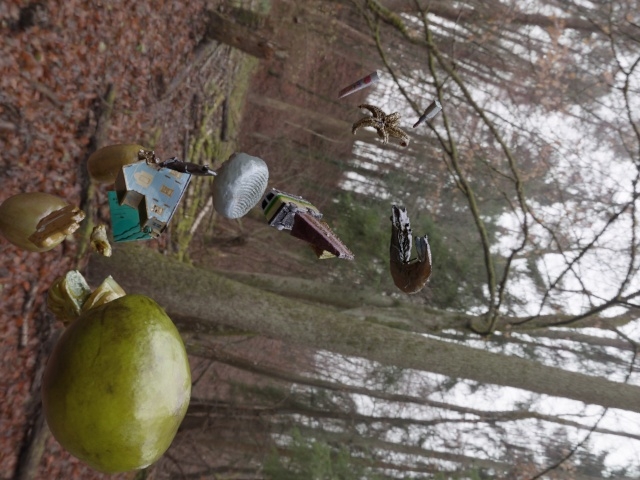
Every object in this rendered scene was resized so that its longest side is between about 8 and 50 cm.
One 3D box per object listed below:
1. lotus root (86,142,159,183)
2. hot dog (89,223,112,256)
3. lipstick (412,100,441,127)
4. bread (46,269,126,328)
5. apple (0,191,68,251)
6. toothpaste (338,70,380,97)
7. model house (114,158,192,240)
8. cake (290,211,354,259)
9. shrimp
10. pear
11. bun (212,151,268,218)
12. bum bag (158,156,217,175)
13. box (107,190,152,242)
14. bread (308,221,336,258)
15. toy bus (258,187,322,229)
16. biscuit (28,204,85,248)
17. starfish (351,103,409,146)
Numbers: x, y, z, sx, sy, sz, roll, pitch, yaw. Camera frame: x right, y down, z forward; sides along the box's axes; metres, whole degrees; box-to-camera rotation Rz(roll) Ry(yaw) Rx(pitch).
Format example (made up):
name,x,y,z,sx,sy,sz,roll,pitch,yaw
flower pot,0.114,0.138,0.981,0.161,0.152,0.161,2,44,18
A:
name,x,y,z,sx,sy,sz,roll,pitch,yaw
lotus root,-0.784,-0.313,1.680,0.169,0.343,0.151,-47,126,-54
hot dog,-0.880,0.001,1.676,0.078,0.061,0.168,-50,-124,30
lipstick,0.321,-0.380,1.290,0.107,0.025,0.025,-41,-132,42
bread,-1.039,0.295,1.879,0.160,0.334,0.332,-111,-143,-71
apple,-1.178,-0.083,1.745,0.256,0.234,0.257,-62,179,-2
toothpaste,0.165,-0.679,1.847,0.195,0.042,0.067,-19,-139,22
model house,-0.589,-0.163,1.428,0.178,0.207,0.270,-26,-139,50
cake,0.000,0.000,1.622,0.295,0.116,0.112,36,-74,34
shrimp,0.282,0.031,1.340,0.178,0.075,0.288,7,-85,58
pear,-0.493,0.345,1.036,0.352,0.353,0.412,143,-60,-68
bun,-0.411,-0.273,2.074,0.354,0.194,0.354,-50,164,-20
bum bag,-0.421,-0.237,1.362,0.087,0.198,0.049,-14,115,-74
box,-0.843,-0.111,1.875,0.042,0.161,0.226,174,-91,-80
bread,0.012,-0.003,1.946,0.172,0.132,0.103,53,-41,36
toy bus,-0.152,-0.148,2.124,0.143,0.306,0.179,-52,-122,19
biscuit,-0.868,-0.058,1.394,0.249,0.184,0.035,43,-20,54
starfish,0.311,-0.589,2.189,0.113,0.304,0.311,107,-20,-52
